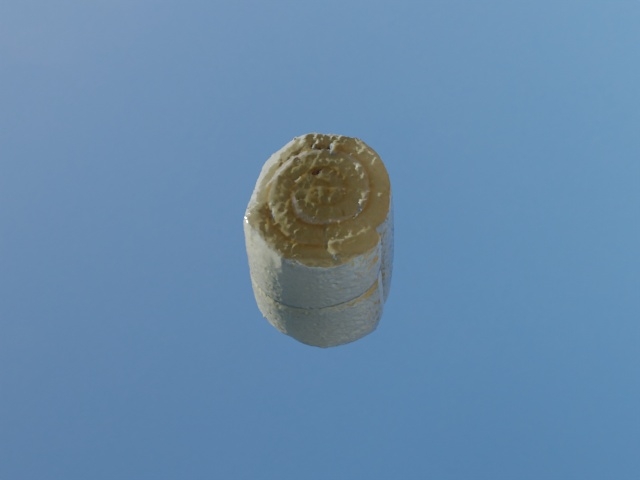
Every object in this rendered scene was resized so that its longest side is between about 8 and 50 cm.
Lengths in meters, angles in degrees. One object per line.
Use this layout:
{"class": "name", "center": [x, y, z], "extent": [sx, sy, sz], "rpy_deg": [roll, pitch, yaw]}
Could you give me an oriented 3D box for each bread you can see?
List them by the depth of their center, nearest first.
{"class": "bread", "center": [0.000, 0.000, 1.076], "extent": [0.134, 0.141, 0.148], "rpy_deg": [-2, -127, 2]}
